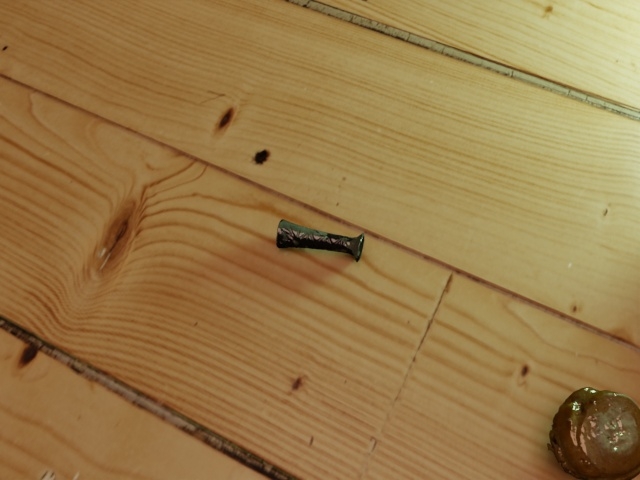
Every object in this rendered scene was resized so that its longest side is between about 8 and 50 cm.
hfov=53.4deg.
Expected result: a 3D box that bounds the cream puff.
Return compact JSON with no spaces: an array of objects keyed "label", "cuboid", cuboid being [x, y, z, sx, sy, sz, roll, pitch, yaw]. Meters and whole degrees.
[{"label":"cream puff","cuboid":[0.440,0.313,1.020,0.165,0.115,0.150,-13,69,-14]}]

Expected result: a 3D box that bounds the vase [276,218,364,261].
[{"label":"vase","cuboid":[0.000,0.000,1.239,0.166,0.059,0.059,10,63,8]}]
